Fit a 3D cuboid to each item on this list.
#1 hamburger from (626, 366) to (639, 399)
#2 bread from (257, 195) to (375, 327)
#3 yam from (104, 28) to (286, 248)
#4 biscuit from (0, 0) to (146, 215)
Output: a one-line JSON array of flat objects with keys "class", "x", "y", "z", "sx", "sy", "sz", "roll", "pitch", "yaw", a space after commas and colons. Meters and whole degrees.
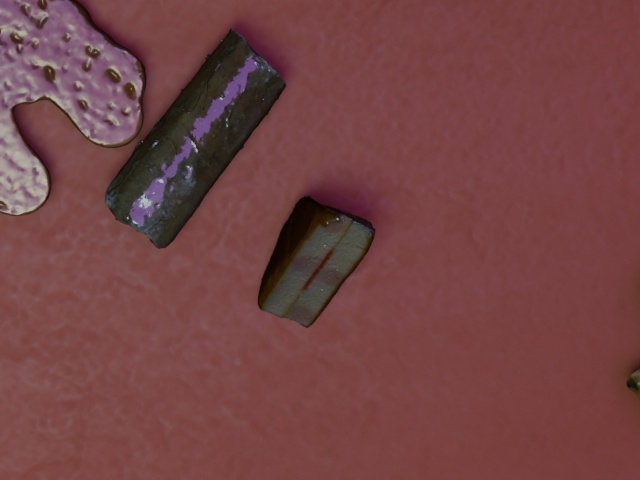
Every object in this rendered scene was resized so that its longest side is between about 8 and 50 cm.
[{"class": "hamburger", "x": 0.321, "y": 0.102, "z": 1.142, "sx": 0.262, "sy": 0.131, "sz": 0.124, "roll": 22, "pitch": 93, "yaw": -15}, {"class": "bread", "x": 0.000, "y": 0.000, "z": 1.121, "sx": 0.043, "sy": 0.109, "sz": 0.062, "roll": 20, "pitch": 49, "yaw": -14}, {"class": "yam", "x": -0.075, "y": -0.060, "z": 1.102, "sx": 0.054, "sy": 0.054, "sz": 0.132, "roll": 37, "pitch": 89, "yaw": -11}, {"class": "biscuit", "x": -0.214, "y": -0.129, "z": 1.082, "sx": 0.144, "sy": 0.040, "sz": 0.236, "roll": -39, "pitch": 98, "yaw": -10}]
